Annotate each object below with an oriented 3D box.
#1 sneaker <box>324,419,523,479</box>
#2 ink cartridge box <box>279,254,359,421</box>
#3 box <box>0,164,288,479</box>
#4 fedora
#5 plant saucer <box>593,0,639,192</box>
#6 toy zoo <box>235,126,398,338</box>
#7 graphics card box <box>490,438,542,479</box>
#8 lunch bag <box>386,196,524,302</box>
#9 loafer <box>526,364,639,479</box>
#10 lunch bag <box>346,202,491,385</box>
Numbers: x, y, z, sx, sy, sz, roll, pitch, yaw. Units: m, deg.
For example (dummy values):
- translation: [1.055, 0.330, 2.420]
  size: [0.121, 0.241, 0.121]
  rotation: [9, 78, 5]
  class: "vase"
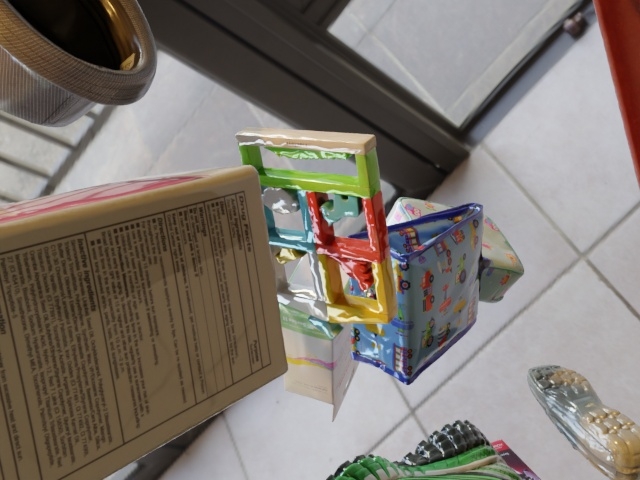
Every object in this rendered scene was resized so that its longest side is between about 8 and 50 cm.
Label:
- translation: [0.081, 0.246, 0.614]
  size: [0.146, 0.343, 0.134]
  rotation: [38, 119, 33]
  class: "sneaker"
- translation: [0.007, 0.193, 1.641]
  size: [0.119, 0.353, 0.207]
  rotation: [14, 44, 16]
  class: "ink cartridge box"
- translation: [-0.145, 0.046, 0.475]
  size: [0.126, 0.232, 0.149]
  rotation: [-1, 101, 35]
  class: "box"
- translation: [-0.294, -0.221, 0.792]
  size: [0.124, 0.243, 0.275]
  rotation: [-38, 76, 26]
  class: "fedora"
- translation: [0.273, -0.066, 0.417]
  size: [0.047, 0.259, 0.258]
  rotation: [-41, 39, -10]
  class: "plant saucer"
- translation: [0.000, 0.000, 1.010]
  size: [0.192, 0.030, 0.293]
  rotation: [8, 122, 33]
  class: "toy zoo"
- translation: [0.350, 0.546, 1.504]
  size: [0.371, 0.232, 0.094]
  rotation: [-134, 37, -59]
  class: "graphics card box"
- translation: [0.269, 0.016, 1.612]
  size: [0.108, 0.279, 0.224]
  rotation: [-59, 38, 28]
  class: "lunch bag"
- translation: [0.475, 0.331, 1.439]
  size: [0.319, 0.112, 0.111]
  rotation: [-124, 28, -67]
  class: "loafer"
- translation: [0.194, 0.071, 1.318]
  size: [0.138, 0.293, 0.221]
  rotation: [19, 120, 44]
  class: "lunch bag"
